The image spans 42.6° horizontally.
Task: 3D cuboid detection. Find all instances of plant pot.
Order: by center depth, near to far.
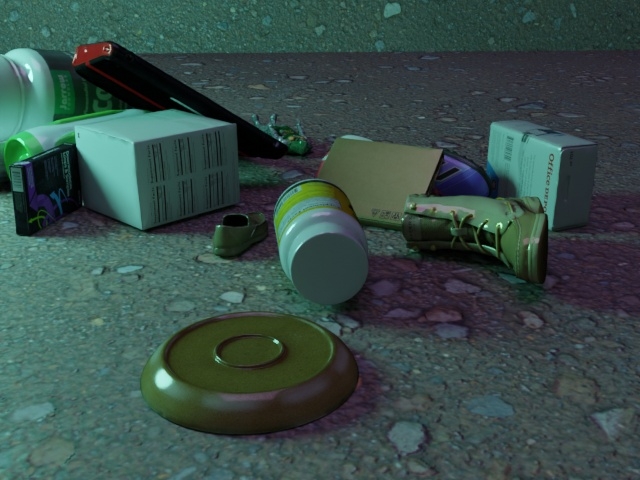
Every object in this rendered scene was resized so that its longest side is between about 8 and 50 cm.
[{"bbox_3d":[-0.076,0.130,0.886,0.236,0.033,0.236,0,20,0],"label":"plant pot"}]

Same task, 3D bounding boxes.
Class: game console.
[{"bbox_3d":[-0.279,-0.270,1.594,0.386,0.060,0.342,28,-7,-28],"label":"game console"}]

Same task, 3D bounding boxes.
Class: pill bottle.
[{"bbox_3d":[0.000,0.000,1.106,0.119,0.119,0.208,-3,21,-5],"label":"pill bottle"},{"bbox_3d":[-0.555,-0.296,1.722,0.204,0.204,0.361,16,17,37],"label":"pill bottle"}]

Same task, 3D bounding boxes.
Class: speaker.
[{"bbox_3d":[-0.440,-0.172,1.564,0.131,0.131,0.296,16,26,38],"label":"speaker"}]

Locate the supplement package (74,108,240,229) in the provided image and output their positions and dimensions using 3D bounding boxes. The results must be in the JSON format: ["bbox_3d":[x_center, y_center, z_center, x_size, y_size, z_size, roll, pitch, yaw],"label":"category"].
[{"bbox_3d":[-0.279,-0.129,1.413,0.203,0.149,0.194,-19,27,-40],"label":"supplement package"}]

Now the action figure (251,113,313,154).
[{"bbox_3d":[-0.082,-0.234,1.827,0.137,0.064,0.232,-7,25,-27],"label":"action figure"}]

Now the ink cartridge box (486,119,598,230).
[{"bbox_3d":[0.363,-0.113,1.372,0.082,0.140,0.190,-8,22,-24],"label":"ink cartridge box"}]

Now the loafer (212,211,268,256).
[{"bbox_3d":[-0.120,-0.020,1.259,0.056,0.050,0.148,5,21,15],"label":"loafer"}]

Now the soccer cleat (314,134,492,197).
[{"bbox_3d":[0.140,-0.103,1.437,0.318,0.109,0.116,16,50,29],"label":"soccer cleat"}]

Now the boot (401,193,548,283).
[{"bbox_3d":[0.215,-0.010,1.161,0.203,0.095,0.262,3,19,9],"label":"boot"}]

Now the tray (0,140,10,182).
[{"bbox_3d":[-0.571,-0.155,1.585,0.270,0.030,0.145,-23,-11,-45],"label":"tray"}]

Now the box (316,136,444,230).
[{"bbox_3d":[0.090,-0.098,1.377,0.201,0.021,0.165,10,59,26],"label":"box"}]

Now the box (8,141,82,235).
[{"bbox_3d":[-0.450,-0.088,1.357,0.029,0.116,0.162,6,22,13],"label":"box"}]
